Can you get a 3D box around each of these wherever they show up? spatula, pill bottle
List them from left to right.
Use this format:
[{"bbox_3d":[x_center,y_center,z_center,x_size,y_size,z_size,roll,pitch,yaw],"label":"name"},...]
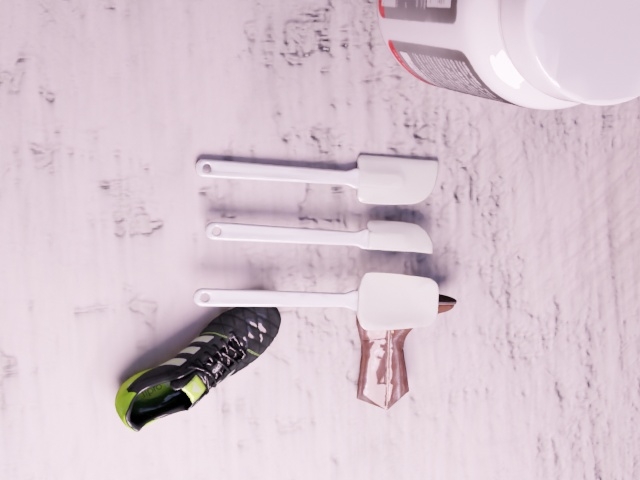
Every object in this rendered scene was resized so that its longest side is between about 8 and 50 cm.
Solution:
[{"bbox_3d":[0.000,0.000,0.923,0.242,0.019,0.168,2,91,-17],"label":"spatula"},{"bbox_3d":[0.165,-0.193,0.799,0.161,0.283,0.161,-4,105,-16],"label":"pill bottle"}]

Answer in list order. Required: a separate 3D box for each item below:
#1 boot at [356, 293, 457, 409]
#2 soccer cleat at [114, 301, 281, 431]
[{"bbox_3d":[0.087,0.112,0.985,0.106,0.037,0.114,-4,102,-2],"label":"boot"},{"bbox_3d":[-0.109,0.121,0.910,0.179,0.072,0.060,-33,111,-7],"label":"soccer cleat"}]
